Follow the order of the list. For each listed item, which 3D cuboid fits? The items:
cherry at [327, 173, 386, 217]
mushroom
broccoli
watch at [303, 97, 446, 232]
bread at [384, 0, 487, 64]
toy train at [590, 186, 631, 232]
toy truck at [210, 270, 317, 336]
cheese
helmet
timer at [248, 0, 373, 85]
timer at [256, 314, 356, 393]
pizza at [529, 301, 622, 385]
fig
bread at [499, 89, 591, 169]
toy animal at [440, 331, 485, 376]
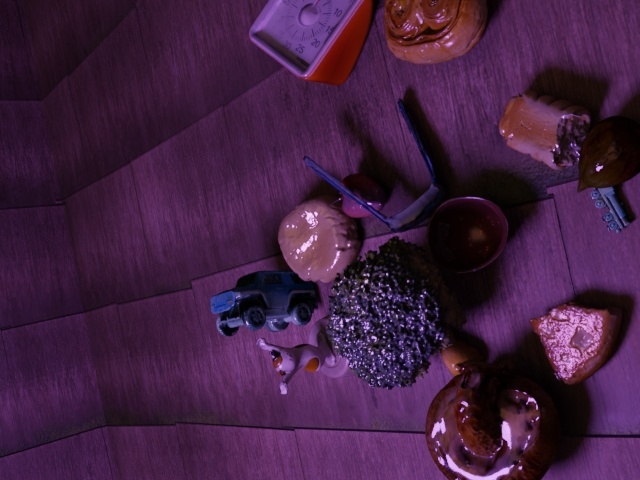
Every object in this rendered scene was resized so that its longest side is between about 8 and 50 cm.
[{"bbox_3d":[0.098,-0.102,1.589,0.126,0.087,0.106,28,117,21],"label":"cherry"},{"bbox_3d":[0.343,0.362,1.322,0.263,0.195,0.283,14,124,37],"label":"mushroom"},{"bbox_3d":[0.178,0.164,1.407,0.249,0.302,0.375,26,134,41],"label":"broccoli"},{"bbox_3d":[0.123,-0.137,1.495,0.276,0.068,0.274,-30,74,20],"label":"watch"},{"bbox_3d":[0.235,-0.461,1.348,0.236,0.120,0.198,5,100,47],"label":"bread"},{"bbox_3d":[0.518,-0.059,1.182,0.045,0.029,0.092,-32,77,29],"label":"toy train"},{"bbox_3d":[-0.148,0.165,1.764,0.155,0.279,0.156,-21,73,48],"label":"toy truck"},{"bbox_3d":[0.000,0.000,1.696,0.226,0.117,0.214,-34,78,40],"label":"cheese"},{"bbox_3d":[0.317,-0.013,1.351,0.175,0.106,0.155,-28,71,35],"label":"helmet"},{"bbox_3d":[-0.007,-0.530,1.578,0.257,0.161,0.250,44,119,34],"label":"timer"},{"bbox_3d":[-0.021,0.283,1.653,0.175,0.266,0.175,11,105,46],"label":"timer"},{"bbox_3d":[0.472,0.181,1.256,0.161,0.062,0.182,23,119,35],"label":"pizza"},{"bbox_3d":[0.492,-0.139,1.146,0.154,0.103,0.109,128,157,-51],"label":"fig"},{"bbox_3d":[0.416,-0.208,1.222,0.177,0.084,0.119,38,121,38],"label":"bread"},{"bbox_3d":[0.278,0.232,1.463,0.159,0.083,0.070,48,122,42],"label":"toy animal"}]
